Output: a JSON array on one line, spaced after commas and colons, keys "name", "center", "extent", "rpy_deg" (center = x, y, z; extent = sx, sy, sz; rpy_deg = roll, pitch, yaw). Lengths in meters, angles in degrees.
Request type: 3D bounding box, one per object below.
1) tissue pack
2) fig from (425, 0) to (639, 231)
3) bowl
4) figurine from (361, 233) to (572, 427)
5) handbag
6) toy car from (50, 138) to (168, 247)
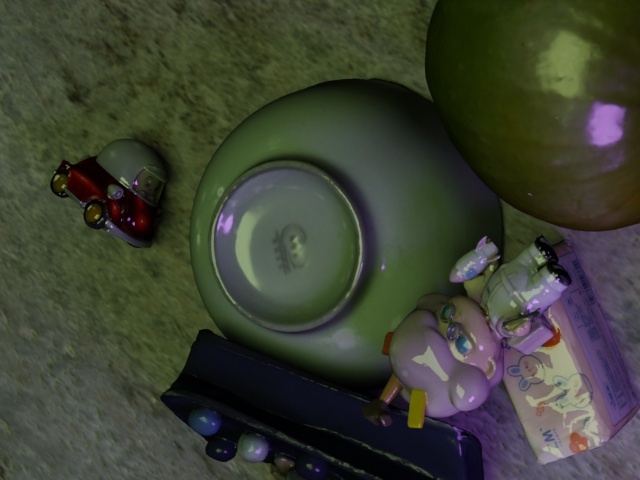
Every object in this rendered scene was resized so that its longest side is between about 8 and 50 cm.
[{"name": "tissue pack", "center": [0.233, 0.109, 1.228], "extent": [0.092, 0.148, 0.196], "rpy_deg": [-26, 84, 27]}, {"name": "fig", "center": [0.234, -0.170, 1.147], "extent": [0.316, 0.316, 0.316], "rpy_deg": [2, 95, 23]}, {"name": "bowl", "center": [0.000, 0.000, 1.300], "extent": [0.354, 0.185, 0.353], "rpy_deg": [2, 95, 23]}, {"name": "figurine", "center": [0.135, 0.088, 1.135], "extent": [0.229, 0.112, 0.137], "rpy_deg": [-44, 48, 21]}, {"name": "handbag", "center": [0.007, 0.231, 1.299], "extent": [0.326, 0.269, 0.118], "rpy_deg": [21, 69, 21]}, {"name": "toy car", "center": [-0.239, -0.068, 1.452], "extent": [0.139, 0.112, 0.112], "rpy_deg": [37, 93, 26]}]
